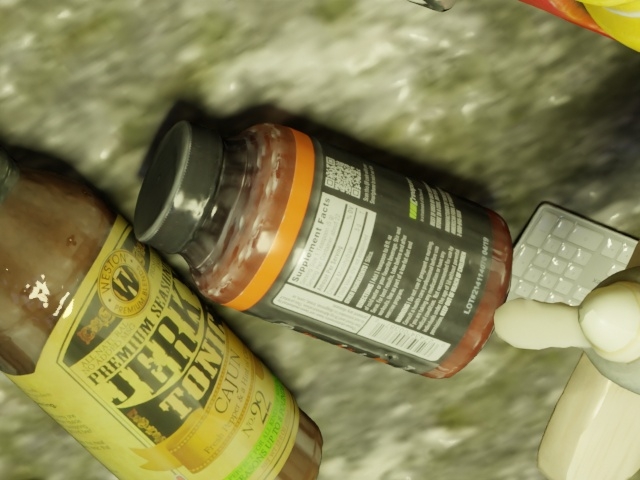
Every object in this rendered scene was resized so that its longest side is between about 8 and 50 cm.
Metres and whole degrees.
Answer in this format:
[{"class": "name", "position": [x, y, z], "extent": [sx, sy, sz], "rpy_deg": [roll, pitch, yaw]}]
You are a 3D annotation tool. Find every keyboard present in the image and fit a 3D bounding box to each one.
[{"class": "keyboard", "position": [0.226, 0.049, 1.102], "extent": [0.256, 0.014, 0.072], "rpy_deg": [21, 120, -20]}]

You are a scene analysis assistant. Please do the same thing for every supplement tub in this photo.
[{"class": "supplement tub", "position": [0.000, 0.000, 0.984], "extent": [0.198, 0.106, 0.106], "rpy_deg": [21, 120, -19]}]

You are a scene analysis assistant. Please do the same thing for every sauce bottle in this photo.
[{"class": "sauce bottle", "position": [-0.133, 0.042, 0.991], "extent": [0.111, 0.111, 0.344], "rpy_deg": [-33, 124, 15]}]

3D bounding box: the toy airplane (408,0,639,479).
[{"class": "toy airplane", "position": [0.231, -0.101, 0.838], "extent": [0.384, 0.272, 0.386], "rpy_deg": [-23, 113, -15]}]
